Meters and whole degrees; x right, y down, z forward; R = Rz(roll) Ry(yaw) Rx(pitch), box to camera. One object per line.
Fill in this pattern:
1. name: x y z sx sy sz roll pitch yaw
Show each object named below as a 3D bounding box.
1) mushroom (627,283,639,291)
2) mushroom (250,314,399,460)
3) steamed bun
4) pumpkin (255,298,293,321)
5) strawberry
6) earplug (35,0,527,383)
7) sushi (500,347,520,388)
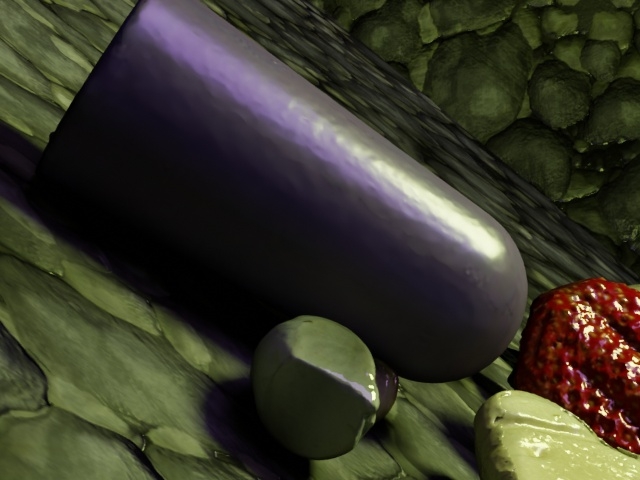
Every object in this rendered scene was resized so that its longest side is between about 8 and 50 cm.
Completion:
1. mushroom: 0.429 0.165 2.405 0.207 0.207 0.215 -17 88 -76
2. mushroom: 0.004 0.114 1.493 0.118 0.103 0.270 38 6 5
3. steamed bun: 0.213 0.231 1.598 0.231 0.110 0.212 12 26 -33
4. pumpkin: -0.003 0.014 1.790 0.217 0.217 0.110 38 -30 4
5. strawberry: 0.312 0.169 1.807 0.288 0.239 0.250 63 4 5
6. earplug: -0.016 -0.032 1.635 0.456 0.215 0.215 32 12 -5
7. sushi: 0.274 0.206 2.039 0.215 0.050 0.192 42 -10 -19
